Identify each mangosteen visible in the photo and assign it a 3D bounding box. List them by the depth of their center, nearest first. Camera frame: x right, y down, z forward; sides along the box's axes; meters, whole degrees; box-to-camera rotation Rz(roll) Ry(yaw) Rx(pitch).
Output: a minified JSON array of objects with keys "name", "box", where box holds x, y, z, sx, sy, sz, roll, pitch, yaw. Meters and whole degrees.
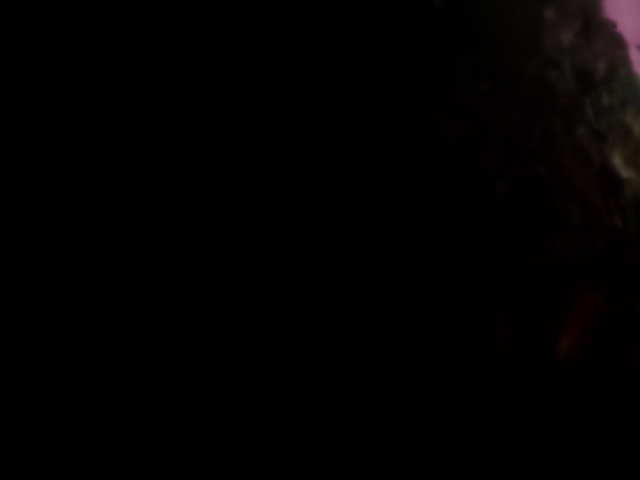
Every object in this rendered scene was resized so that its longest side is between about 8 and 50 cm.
[{"name":"mangosteen","box":[-0.009,-0.010,0.472,0.297,0.313,0.297,25,45,-28]}]
